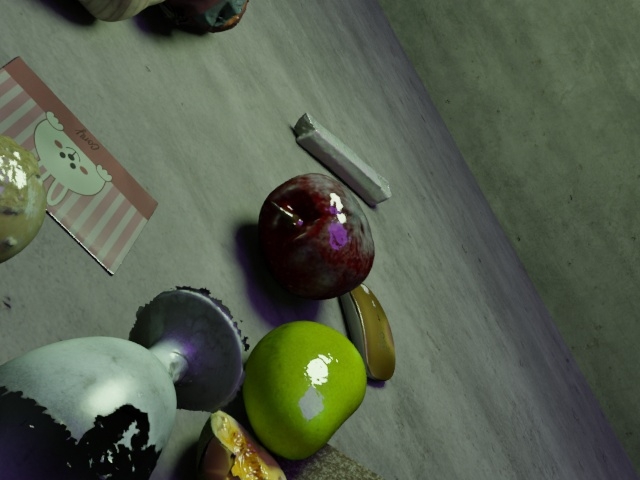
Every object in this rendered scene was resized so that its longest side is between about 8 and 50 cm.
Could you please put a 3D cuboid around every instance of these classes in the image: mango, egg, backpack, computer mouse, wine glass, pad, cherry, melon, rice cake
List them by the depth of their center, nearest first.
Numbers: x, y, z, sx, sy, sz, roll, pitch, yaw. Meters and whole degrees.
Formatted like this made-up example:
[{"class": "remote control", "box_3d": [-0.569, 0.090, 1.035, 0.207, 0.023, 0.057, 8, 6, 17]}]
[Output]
[{"class": "egg", "box_3d": [-0.381, -0.046, 0.765, 0.202, 0.164, 0.164, 8, 56, -54]}, {"class": "wine glass", "box_3d": [-0.226, 0.177, 0.797, 0.190, 0.191, 0.357, 60, 22, -2]}, {"class": "melon", "box_3d": [-0.121, 0.301, 1.000, 0.160, 0.079, 0.128, 46, 7, -29]}, {"class": "pad", "box_3d": [-0.362, -0.110, 1.051, 0.299, 0.005, 0.202, 50, 27, -22]}, {"class": "pad", "box_3d": [0.000, 0.351, 1.092, 0.235, 0.003, 0.158, 29, 25, 11]}, {"class": "mango", "box_3d": [-0.030, 0.217, 1.148, 0.185, 0.149, 0.273, 42, 24, 11]}, {"class": "cherry", "box_3d": [0.000, 0.000, 1.384, 0.300, 0.203, 0.230, 24, 40, -54]}, {"class": "backpack", "box_3d": [-0.255, -0.551, 1.510, 0.283, 0.197, 0.317, 62, 5, -4]}, {"class": "computer mouse", "box_3d": [0.100, 0.176, 1.563, 0.126, 0.056, 0.245, 29, 38, -50]}, {"class": "rice cake", "box_3d": [0.062, -0.192, 1.858, 0.365, 0.073, 0.056, 37, 37, -41]}]

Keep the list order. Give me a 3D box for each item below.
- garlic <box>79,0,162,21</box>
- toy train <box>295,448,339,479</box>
[{"class": "garlic", "box_3d": [-0.334, -0.538, 1.220, 0.318, 0.259, 0.317, -17, 115, -40]}, {"class": "toy train", "box_3d": [-0.007, 0.407, 1.078, 0.159, 0.101, 0.248, 45, 25, -2]}]
